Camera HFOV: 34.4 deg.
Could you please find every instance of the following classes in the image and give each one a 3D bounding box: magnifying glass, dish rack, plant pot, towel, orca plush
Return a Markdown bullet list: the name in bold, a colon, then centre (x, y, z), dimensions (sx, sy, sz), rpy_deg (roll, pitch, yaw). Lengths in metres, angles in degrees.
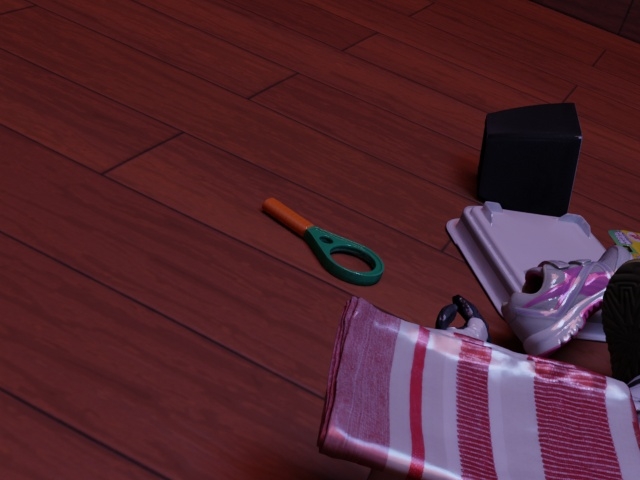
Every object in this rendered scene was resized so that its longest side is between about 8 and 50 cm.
- **magnifying glass**: centre (0.000, 0.000, 1.590), dimensions (0.231, 0.026, 0.092), rpy_deg (36, 33, 27)
- **dish rack**: centre (0.383, 0.038, 1.697), dimensions (0.285, 0.072, 0.333), rpy_deg (8, 31, -20)
- **plant pot**: centre (0.383, -0.151, 1.932), dimensions (0.166, 0.188, 0.188), rpy_deg (8, 28, 6)
- **towel**: centre (0.166, 0.170, 1.006), dimensions (0.329, 0.037, 0.237), rpy_deg (17, 29, -3)
- **orca plush**: centre (0.141, 0.146, 1.330), dimensions (0.102, 0.151, 0.287), rpy_deg (-7, 24, 21)

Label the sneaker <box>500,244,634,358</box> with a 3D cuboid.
- **sneaker**: centre (0.360, 0.067, 1.501), dimensions (0.252, 0.103, 0.111), rpy_deg (-34, 78, -33)

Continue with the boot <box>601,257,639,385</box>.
- **boot**: centre (0.492, 0.101, 1.499), dimensions (0.089, 0.236, 0.269), rpy_deg (12, 24, 32)

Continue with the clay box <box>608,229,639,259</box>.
- **clay box**: centre (0.617, 0.047, 1.834), dimensions (0.222, 0.053, 0.127), rpy_deg (9, 31, -16)

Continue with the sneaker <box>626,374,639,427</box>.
- **sneaker**: centre (0.453, 0.213, 1.199), dimensions (0.210, 0.366, 0.137), rpy_deg (-19, 85, -37)

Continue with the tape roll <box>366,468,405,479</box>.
- **tape roll**: centre (0.165, 0.271, 1.042), dimensions (0.246, 0.169, 0.246), rpy_deg (14, 29, -8)
